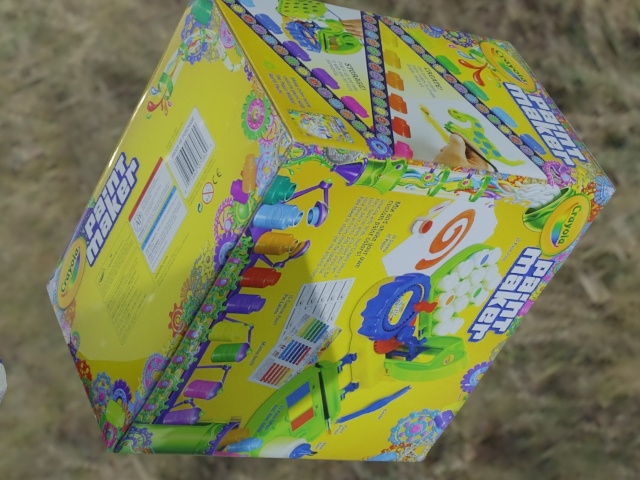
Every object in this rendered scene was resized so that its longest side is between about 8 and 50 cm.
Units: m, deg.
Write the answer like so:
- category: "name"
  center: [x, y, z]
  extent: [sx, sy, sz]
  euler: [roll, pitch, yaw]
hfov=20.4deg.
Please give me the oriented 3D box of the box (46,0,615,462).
- category: "box"
  center: [0.000, 0.000, 1.276]
  extent: [0.290, 0.279, 0.177]
  euler: [-58, 42, 31]

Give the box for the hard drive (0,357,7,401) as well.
- category: "hard drive"
  center: [-0.398, 0.196, 1.429]
  extent: [0.319, 0.210, 0.040]
  euler: [-59, 37, 41]
